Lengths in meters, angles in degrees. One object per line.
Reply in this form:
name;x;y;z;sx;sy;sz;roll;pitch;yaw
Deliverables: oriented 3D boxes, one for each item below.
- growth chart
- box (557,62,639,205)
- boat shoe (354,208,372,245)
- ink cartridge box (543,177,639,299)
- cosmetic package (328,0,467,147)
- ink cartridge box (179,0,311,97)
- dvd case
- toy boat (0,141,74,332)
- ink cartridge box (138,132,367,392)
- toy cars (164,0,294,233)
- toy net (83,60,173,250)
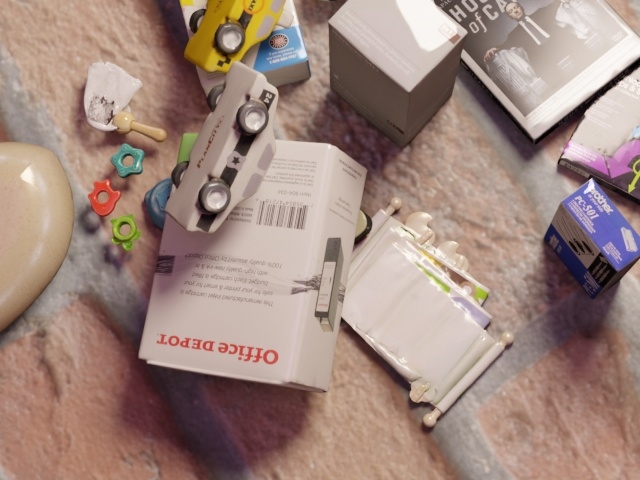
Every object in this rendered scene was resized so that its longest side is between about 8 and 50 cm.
growth chart;0.115;0.078;1.656;0.172;0.021;0.237;-40;80;-4
box;0.372;-0.138;1.672;0.116;0.029;0.162;27;81;8
boat shoe;0.001;0.002;1.666;0.133;0.042;0.049;-25;76;15
ink cartridge box;0.304;0.002;1.561;0.046;0.207;0.097;-36;80;-3
cosmetic package;0.084;-0.206;1.598;0.127;0.238;0.107;42;85;10
ink cartridge box;-0.104;-0.299;1.709;0.134;0.078;0.231;-14;79;1
dvd case;0.251;-0.257;1.687;0.179;0.029;0.238;-39;74;-2
toy boat;-0.447;-0.043;1.669;0.318;0.148;0.267;42;90;2
ink cartridge box;-0.076;0.026;1.607;0.198;0.115;0.272;7;81;24
toy cars;-0.083;-0.183;1.564;0.087;0.176;0.393;21;57;-30
toy net;-0.239;-0.105;1.704;0.122;0.045;0.232;-27;78;1
